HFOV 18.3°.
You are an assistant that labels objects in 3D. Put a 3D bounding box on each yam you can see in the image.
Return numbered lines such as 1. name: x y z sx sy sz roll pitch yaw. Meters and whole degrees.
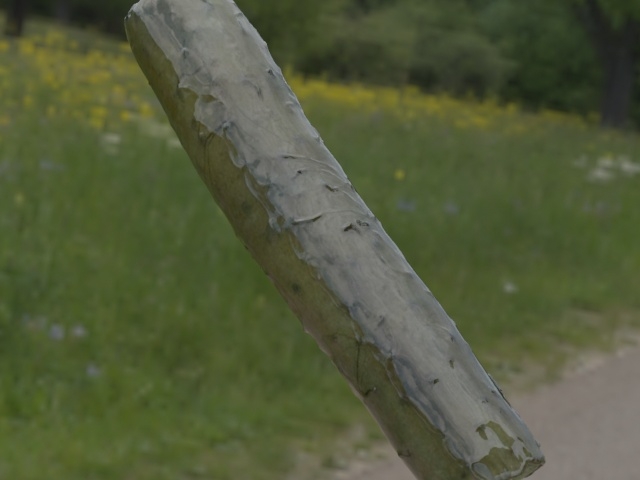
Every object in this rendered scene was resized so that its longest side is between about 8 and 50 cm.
1. yam: 0.000 0.000 1.154 0.083 0.083 0.371 -1 52 -52
